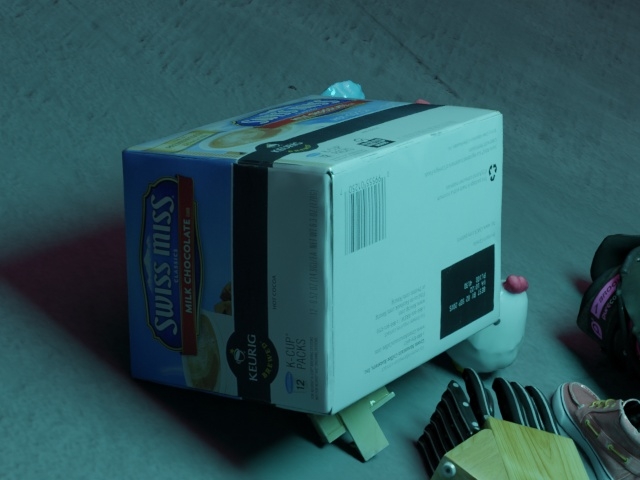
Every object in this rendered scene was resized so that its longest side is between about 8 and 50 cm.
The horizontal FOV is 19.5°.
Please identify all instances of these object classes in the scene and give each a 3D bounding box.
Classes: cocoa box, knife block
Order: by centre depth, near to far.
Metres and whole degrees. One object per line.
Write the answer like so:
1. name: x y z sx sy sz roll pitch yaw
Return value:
1. knife block: 0.206 0.239 1.772 0.276 0.088 0.242 36 29 21
2. cocoa box: 0.000 0.000 1.795 0.228 0.231 0.347 8 17 30

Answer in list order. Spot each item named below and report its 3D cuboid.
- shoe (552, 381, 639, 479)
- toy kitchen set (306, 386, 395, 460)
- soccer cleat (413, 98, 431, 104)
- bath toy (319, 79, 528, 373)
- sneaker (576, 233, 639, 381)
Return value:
1. shoe: 0.306 0.189 1.954 0.063 0.081 0.178 11 30 -27
2. toy kitchen set: 0.026 0.173 1.808 0.083 0.075 0.068 -33 100 -24
3. soccer cleat: 0.014 -0.109 2.196 0.318 0.116 0.108 -7 42 -47
4. bath toy: 0.105 -0.012 2.019 0.151 0.129 0.348 -20 63 -36
5. sneaker: 0.384 0.123 2.063 0.202 0.185 0.483 18 17 -5
